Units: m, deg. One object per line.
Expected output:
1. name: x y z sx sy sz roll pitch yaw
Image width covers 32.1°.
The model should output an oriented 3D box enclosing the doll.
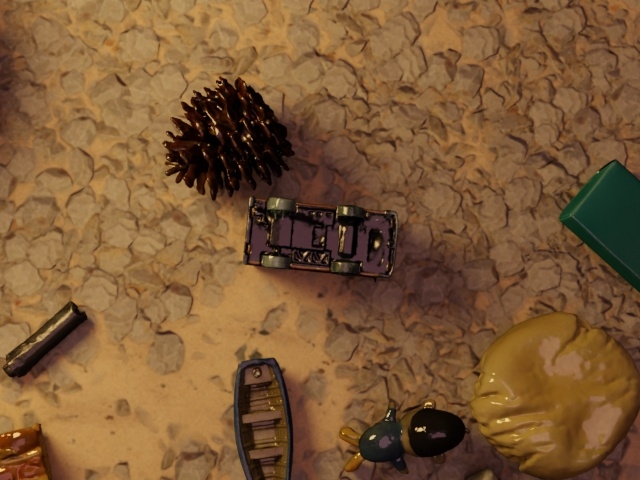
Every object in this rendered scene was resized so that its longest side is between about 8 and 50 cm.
1. doll: 0.117 0.271 1.533 0.179 0.089 0.102 -10 88 17

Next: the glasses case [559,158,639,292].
1. glasses case: 0.488 0.028 1.592 0.301 0.070 0.117 42 78 -2

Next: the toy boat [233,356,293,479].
1. toy boat: -0.076 0.274 1.524 0.080 0.046 0.228 -7 89 -8

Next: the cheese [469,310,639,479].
1. cheese: 0.324 0.210 1.545 0.214 0.117 0.226 44 78 1

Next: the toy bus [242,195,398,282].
1. toy bus: 0.000 0.000 1.509 0.201 0.114 0.098 5 86 -1

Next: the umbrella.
1. umbrella: -0.375 0.134 1.503 0.133 0.031 0.036 -42 71 -6

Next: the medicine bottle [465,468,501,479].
1. medicine bottle: 0.248 0.388 1.539 0.080 0.080 0.130 -43 92 -6

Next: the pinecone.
1. pinecone: -0.133 -0.129 1.482 0.165 0.163 0.163 -29 91 6

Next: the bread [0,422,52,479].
1. bread: -0.480 0.355 1.442 0.275 0.114 0.184 -12 90 -9
